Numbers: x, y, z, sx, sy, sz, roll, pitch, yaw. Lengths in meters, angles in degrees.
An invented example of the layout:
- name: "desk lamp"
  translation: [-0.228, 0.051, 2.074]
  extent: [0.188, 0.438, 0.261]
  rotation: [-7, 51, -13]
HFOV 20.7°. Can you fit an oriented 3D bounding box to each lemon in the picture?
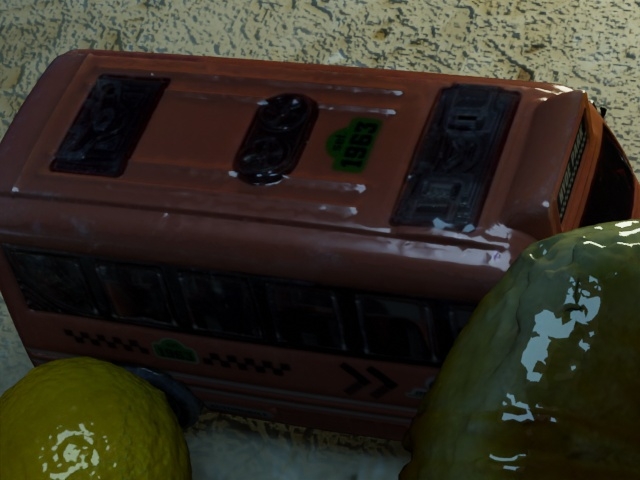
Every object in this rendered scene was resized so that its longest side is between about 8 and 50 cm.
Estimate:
- name: "lemon"
  translation: [-0.157, 0.148, 1.154]
  extent: [0.142, 0.142, 0.187]
  rotation: [-26, 37, -8]

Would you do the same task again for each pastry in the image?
- name: "pastry"
  translation: [0.195, 0.145, 0.976]
  extent: [0.330, 0.329, 0.136]
  rotation: [-38, 11, -17]

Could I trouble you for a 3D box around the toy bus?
- name: "toy bus"
  translation: [0.000, 0.000, 1.176]
  extent: [0.427, 0.233, 0.203]
  rotation: [6, 52, 21]
